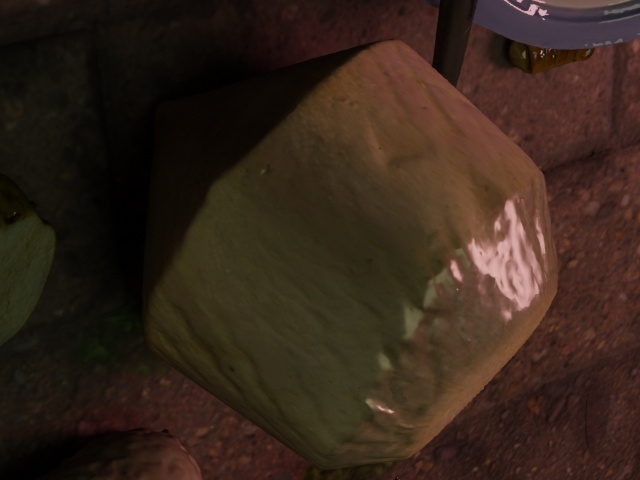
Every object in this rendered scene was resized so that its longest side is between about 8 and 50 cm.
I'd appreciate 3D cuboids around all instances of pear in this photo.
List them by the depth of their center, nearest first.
[{"bbox_3d":[-0.257,0.012,0.972,0.141,0.104,0.141,-51,162,-24],"label":"pear"}]

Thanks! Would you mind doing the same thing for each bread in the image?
[{"bbox_3d":[0.205,-0.175,1.242,0.088,0.033,0.049,-16,114,-27],"label":"bread"}]

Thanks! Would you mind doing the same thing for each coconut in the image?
[{"bbox_3d":[0.000,0.000,1.042,0.328,0.329,0.329,-15,120,-28],"label":"coconut"}]

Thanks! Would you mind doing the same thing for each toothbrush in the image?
[{"bbox_3d":[0.098,-0.125,1.102,0.030,0.031,0.297,-27,155,-16],"label":"toothbrush"}]

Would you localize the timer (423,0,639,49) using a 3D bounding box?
[{"bbox_3d":[0.243,-0.304,1.034,0.395,0.173,0.395,-14,140,-12],"label":"timer"}]

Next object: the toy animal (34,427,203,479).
[{"bbox_3d":[-0.207,0.315,1.076,0.358,0.226,0.188,-42,164,-8],"label":"toy animal"}]

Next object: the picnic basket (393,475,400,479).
[{"bbox_3d":[0.044,0.415,1.294,0.293,0.337,0.337,-37,128,-23],"label":"picnic basket"}]
